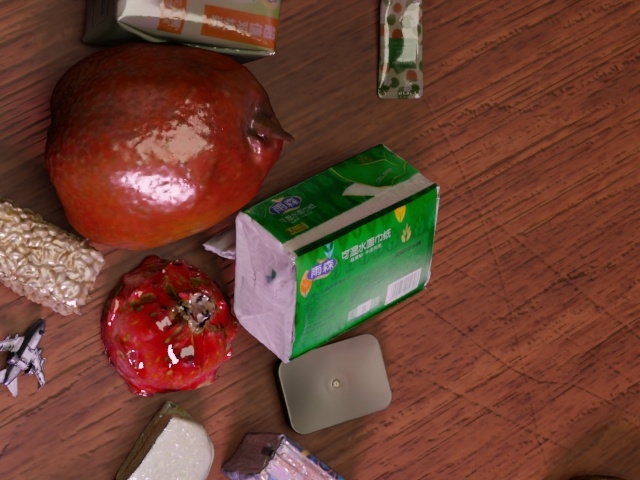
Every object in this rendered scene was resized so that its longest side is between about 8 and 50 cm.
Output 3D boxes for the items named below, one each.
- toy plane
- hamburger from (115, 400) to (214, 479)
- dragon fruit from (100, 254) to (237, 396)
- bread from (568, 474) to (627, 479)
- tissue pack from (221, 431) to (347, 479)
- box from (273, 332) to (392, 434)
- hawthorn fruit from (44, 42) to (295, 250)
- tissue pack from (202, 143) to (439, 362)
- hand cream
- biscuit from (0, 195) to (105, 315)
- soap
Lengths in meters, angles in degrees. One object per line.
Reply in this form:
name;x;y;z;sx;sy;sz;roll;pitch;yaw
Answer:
toy plane;-0.306;0.117;1.668;0.078;0.031;0.083;40;77;-32
hamburger;-0.159;0.242;1.713;0.084;0.054;0.121;40;77;-20
dragon fruit;-0.151;0.094;1.690;0.153;0.111;0.153;1;87;-18
bread;0.332;0.392;1.893;0.236;0.070;0.236;1;88;-21
tissue pack;-0.017;0.271;1.732;0.155;0.115;0.065;40;72;-15
box;0.012;0.158;1.793;0.126;0.031;0.091;-17;94;-21
hawthorn fruit;-0.140;-0.096;1.618;0.262;0.210;0.210;-3;89;17
tissue pack;-0.001;-0.001;1.724;0.209;0.156;0.148;-26;139;-33
hand cream;0.092;-0.244;1.843;0.057;0.037;0.165;-2;95;-22
biscuit;-0.306;0.010;1.651;0.168;0.070;0.082;28;71;-17
soap;-0.137;-0.293;1.692;0.182;0.138;0.199;8;84;-23
